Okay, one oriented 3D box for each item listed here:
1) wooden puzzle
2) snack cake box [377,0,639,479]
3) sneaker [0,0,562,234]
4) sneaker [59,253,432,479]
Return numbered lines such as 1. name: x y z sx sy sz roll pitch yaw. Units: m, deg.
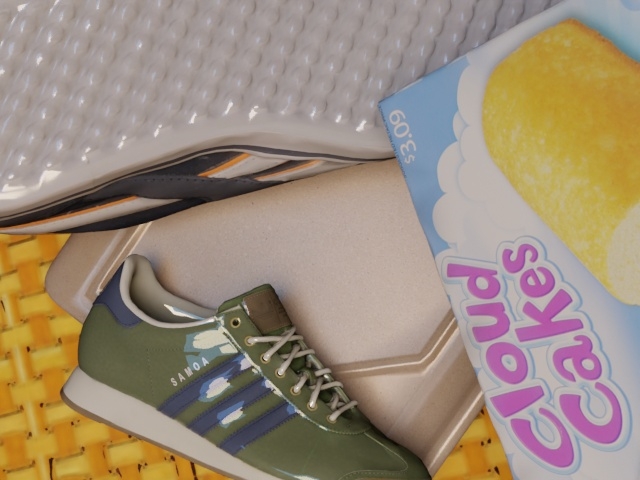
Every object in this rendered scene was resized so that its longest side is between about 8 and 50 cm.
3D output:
1. wooden puzzle: 0.000 0.000 0.565 0.239 0.044 0.221 35 93 14
2. snack cake box: 0.139 0.040 0.384 0.152 0.089 0.264 -24 84 45
3. sneaker: -0.044 -0.081 0.506 0.321 0.127 0.126 -11 88 -13
4. sneaker: -0.031 0.064 0.509 0.192 0.064 0.086 18 95 17
